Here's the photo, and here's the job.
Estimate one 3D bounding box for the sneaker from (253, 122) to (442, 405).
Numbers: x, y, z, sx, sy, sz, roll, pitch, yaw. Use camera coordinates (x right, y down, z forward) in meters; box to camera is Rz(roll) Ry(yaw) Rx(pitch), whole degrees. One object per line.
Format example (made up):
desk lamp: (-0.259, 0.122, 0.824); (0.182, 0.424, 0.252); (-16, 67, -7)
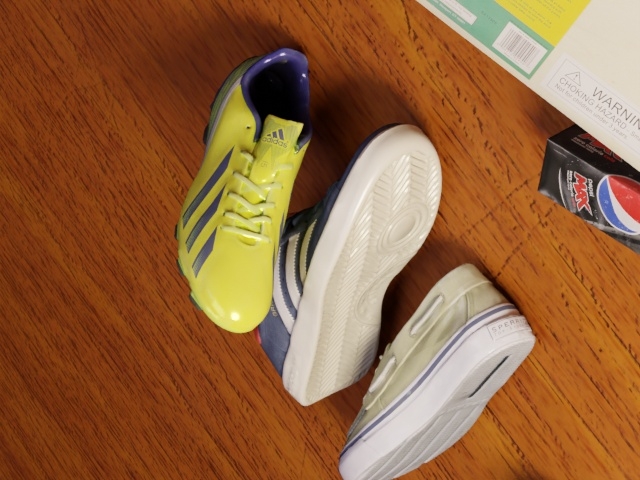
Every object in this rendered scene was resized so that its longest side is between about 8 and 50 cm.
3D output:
sneaker: (0.000, 0.000, 1.633); (0.148, 0.131, 0.350); (50, 140, 27)

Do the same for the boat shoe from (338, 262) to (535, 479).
boat shoe: (0.099, 0.132, 1.640); (0.302, 0.109, 0.094); (-52, 56, 44)

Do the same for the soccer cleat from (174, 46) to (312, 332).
soccer cleat: (-0.061, -0.054, 1.573); (0.093, 0.289, 0.121); (25, 141, -26)

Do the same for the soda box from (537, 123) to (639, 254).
soda box: (0.252, -0.030, 1.352); (0.169, 0.060, 0.053); (35, 137, 32)

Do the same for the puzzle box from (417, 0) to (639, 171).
puzzle box: (0.238, -0.173, 1.178); (0.409, 0.052, 0.272); (38, 143, 2)
